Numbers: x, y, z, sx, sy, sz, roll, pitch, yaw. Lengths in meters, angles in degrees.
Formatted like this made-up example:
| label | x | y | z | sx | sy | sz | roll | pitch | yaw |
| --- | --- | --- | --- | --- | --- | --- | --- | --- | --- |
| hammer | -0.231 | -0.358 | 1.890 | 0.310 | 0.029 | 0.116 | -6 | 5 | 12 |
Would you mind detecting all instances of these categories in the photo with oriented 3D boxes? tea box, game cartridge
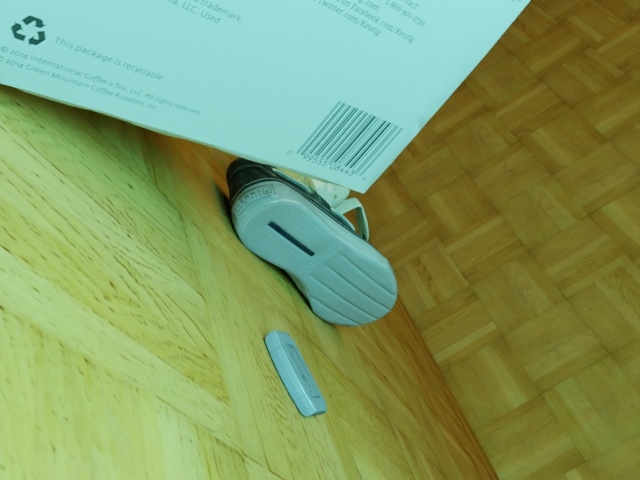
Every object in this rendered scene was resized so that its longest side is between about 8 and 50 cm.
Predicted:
| label | x | y | z | sx | sy | sz | roll | pitch | yaw |
| --- | --- | --- | --- | --- | --- | --- | --- | --- | --- |
| tea box | -0.080 | -0.247 | 0.502 | 0.328 | 0.220 | 0.324 | 14 | 39 | -41 |
| game cartridge | -0.023 | 0.122 | 0.617 | 0.083 | 0.017 | 0.056 | 60 | 4 | 19 |

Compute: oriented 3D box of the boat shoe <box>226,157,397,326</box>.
| label | x | y | z | sx | sy | sz | roll | pitch | yaw |
| --- | --- | --- | --- | --- | --- | --- | --- | --- | --- |
| boat shoe | 0.000 | 0.000 | 0.867 | 0.335 | 0.121 | 0.119 | 48 | 17 | -48 |

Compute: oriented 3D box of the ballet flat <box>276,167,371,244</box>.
| label | x | y | z | sx | sy | sz | roll | pitch | yaw |
| --- | --- | --- | --- | --- | --- | --- | --- | --- | --- |
| ballet flat | 0.003 | -0.045 | 1.017 | 0.123 | 0.123 | 0.349 | 63 | 4 | 38 |
